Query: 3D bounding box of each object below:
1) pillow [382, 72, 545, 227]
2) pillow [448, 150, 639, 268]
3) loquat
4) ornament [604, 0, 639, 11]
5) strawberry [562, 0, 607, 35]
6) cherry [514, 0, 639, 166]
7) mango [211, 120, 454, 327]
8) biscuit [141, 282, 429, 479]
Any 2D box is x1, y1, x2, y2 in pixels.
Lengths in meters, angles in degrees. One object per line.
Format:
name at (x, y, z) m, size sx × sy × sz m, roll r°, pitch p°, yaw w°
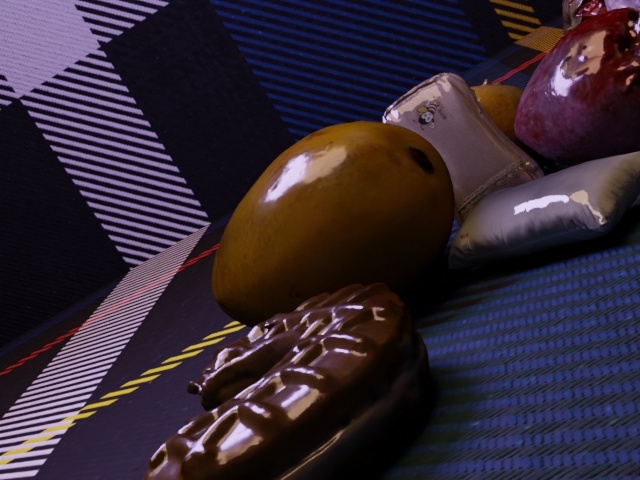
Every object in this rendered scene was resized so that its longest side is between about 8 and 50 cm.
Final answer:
pillow at (0.188, -0.116, 1.484) m, size 0.131 × 0.232 × 0.038 m, roll -37°, pitch -18°, yaw 5°
pillow at (0.255, -0.036, 1.254) m, size 0.144 × 0.078 × 0.254 m, roll -38°, pitch 10°, yaw -33°
loquat at (0.231, -0.145, 1.578) m, size 0.172 × 0.204 × 0.149 m, roll -49°, pitch -5°, yaw -28°
ornament at (0.530, -0.369, 1.604) m, size 0.259 × 0.259 × 0.225 m, roll -24°, pitch 49°, yaw 38°
strawberry at (0.533, -0.375, 1.901) m, size 0.245 × 0.205 × 0.205 m, roll -11°, pitch 10°, yaw 1°
cherry at (0.346, -0.182, 1.415) m, size 0.250 × 0.192 × 0.175 m, roll -28°, pitch -27°, yaw 36°
mango at (0.000, 0.000, 1.461) m, size 0.300 × 0.232 × 0.446 m, roll -43°, pitch 4°, yaw -30°
biscuit at (-0.022, 0.149, 1.073) m, size 0.268 × 0.115 × 0.366 m, roll -30°, pitch 11°, yaw 9°
